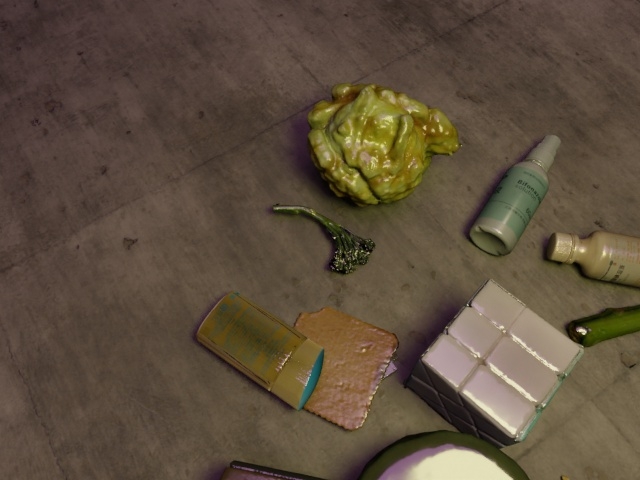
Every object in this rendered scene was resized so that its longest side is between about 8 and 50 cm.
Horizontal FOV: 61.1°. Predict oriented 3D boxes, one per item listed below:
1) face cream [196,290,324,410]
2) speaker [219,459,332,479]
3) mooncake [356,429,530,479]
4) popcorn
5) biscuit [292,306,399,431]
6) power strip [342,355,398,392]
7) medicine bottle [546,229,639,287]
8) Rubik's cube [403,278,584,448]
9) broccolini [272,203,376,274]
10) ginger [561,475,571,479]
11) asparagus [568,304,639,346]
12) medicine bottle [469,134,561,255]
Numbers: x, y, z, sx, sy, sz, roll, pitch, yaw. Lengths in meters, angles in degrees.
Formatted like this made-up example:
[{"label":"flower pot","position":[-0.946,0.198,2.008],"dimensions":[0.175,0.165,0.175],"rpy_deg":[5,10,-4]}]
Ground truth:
[{"label":"face cream","position":[-0.121,0.232,1.173],"dimensions":[0.285,0.067,0.139],"rpy_deg":[30,70,20]},{"label":"speaker","position":[-0.081,0.526,0.999],"dimensions":[0.231,0.153,0.192],"rpy_deg":[10,66,5]},{"label":"mooncake","position":[0.218,0.527,0.976],"dimensions":[0.357,0.194,0.356],"rpy_deg":[-2,64,4]},{"label":"popcorn","position":[0.128,-0.221,1.286],"dimensions":[0.336,0.274,0.279],"rpy_deg":[36,72,16]},{"label":"biscuit","position":[0.025,0.265,1.184],"dimensions":[0.237,0.013,0.232],"rpy_deg":[21,66,18]},{"label":"power strip","position":[0.113,0.290,1.182],"dimensions":[0.136,0.019,0.051],"rpy_deg":[-31,66,-13]},{"label":"medicine bottle","position":[0.657,0.036,1.245],"dimensions":[0.253,0.114,0.114],"rpy_deg":[12,65,6]},{"label":"Rubik's cube","position":[0.331,0.255,1.081],"dimensions":[0.221,0.231,0.224],"rpy_deg":[39,70,17]},{"label":"broccolini","position":[-0.007,-0.005,1.300],"dimensions":[0.272,0.062,0.123],"rpy_deg":[27,53,7]},{"label":"ginger","position":[0.491,0.559,1.033],"dimensions":[0.176,0.052,0.193],"rpy_deg":[-24,66,-5]},{"label":"asparagus","position":[0.688,0.178,1.210],"dimensions":[0.278,0.060,0.067],"rpy_deg":[-11,46,-5]},{"label":"medicine bottle","position":[0.492,-0.126,1.325],"dimensions":[0.110,0.110,0.351],"rpy_deg":[32,69,14]}]
